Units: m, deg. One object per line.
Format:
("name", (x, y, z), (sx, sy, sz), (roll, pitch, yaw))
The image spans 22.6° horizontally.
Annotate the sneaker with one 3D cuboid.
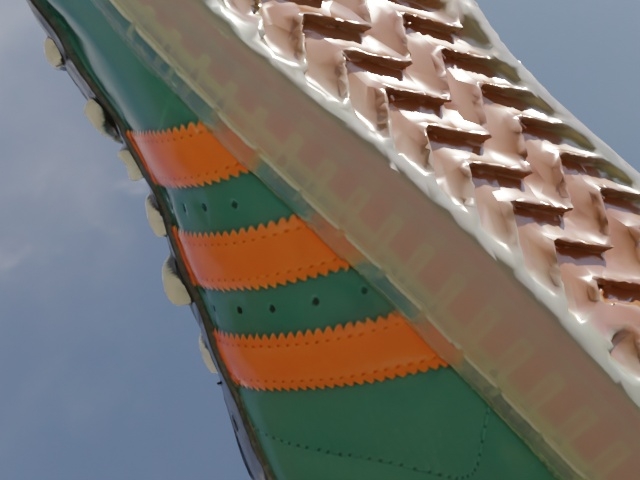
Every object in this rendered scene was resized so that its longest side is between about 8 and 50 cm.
("sneaker", (0.000, 0.000, 0.404), (0.302, 0.108, 0.121), (48, -53, 12))
